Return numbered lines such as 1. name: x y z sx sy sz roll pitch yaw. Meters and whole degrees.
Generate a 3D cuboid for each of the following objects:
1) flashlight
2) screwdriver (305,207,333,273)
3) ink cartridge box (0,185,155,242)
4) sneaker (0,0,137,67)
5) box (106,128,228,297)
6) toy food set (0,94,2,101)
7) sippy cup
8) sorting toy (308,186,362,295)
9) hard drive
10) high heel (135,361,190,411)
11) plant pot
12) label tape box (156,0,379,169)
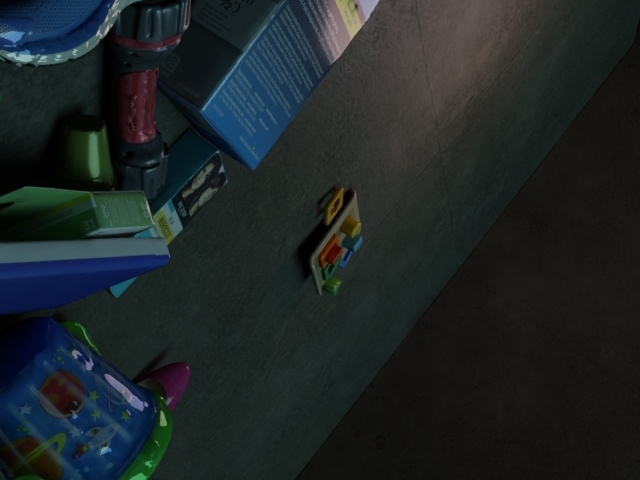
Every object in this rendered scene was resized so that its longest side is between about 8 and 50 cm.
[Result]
1. flashlight: -0.212 -0.179 1.305 0.103 0.103 0.304 -69 173 -46
2. screwdriver: 0.000 0.000 2.279 0.025 0.024 0.170 -78 -173 -56
3. ink cartridge box: -0.328 -0.010 1.280 0.171 0.056 0.235 -21 175 22
4. sneaker: -0.240 -0.288 1.073 0.330 0.130 0.147 -47 150 -38
5. box: -0.240 -0.038 1.567 0.244 0.060 0.100 -48 161 -16
6. toy food set: -0.370 -0.133 1.147 0.083 0.020 0.082 -47 160 -22
7. sippy cup: -0.354 0.228 1.448 0.240 0.305 0.224 -46 118 -18
8. sorting toy: 0.043 0.011 2.311 0.196 0.047 0.347 -59 163 -17
9. hard drive: -0.351 0.047 1.272 0.210 0.040 0.319 -21 172 26
10. high heel: -0.326 0.286 1.900 0.244 0.082 0.117 -34 166 -17
11. plant pot: -0.287 -0.108 1.323 0.083 0.083 0.079 -32 138 -49
12. label tape box: -0.060 -0.293 1.482 0.347 0.115 0.249 -55 162 -5
